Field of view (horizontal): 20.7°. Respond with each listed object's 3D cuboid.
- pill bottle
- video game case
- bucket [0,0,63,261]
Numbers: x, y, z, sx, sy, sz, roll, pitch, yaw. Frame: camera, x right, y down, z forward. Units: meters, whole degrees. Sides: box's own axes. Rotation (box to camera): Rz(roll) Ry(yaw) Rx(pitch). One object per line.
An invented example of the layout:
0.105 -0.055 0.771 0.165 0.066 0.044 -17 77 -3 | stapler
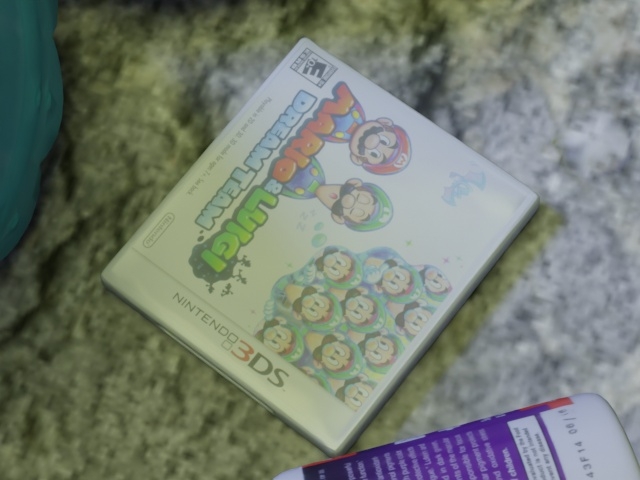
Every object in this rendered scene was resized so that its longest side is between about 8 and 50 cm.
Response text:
0.037 0.136 0.721 0.193 0.108 0.108 -14 69 -1 | pill bottle
0.000 0.000 0.823 0.143 0.019 0.157 35 76 16 | video game case
-0.251 -0.072 0.736 0.281 0.183 0.281 0 91 0 | bucket
